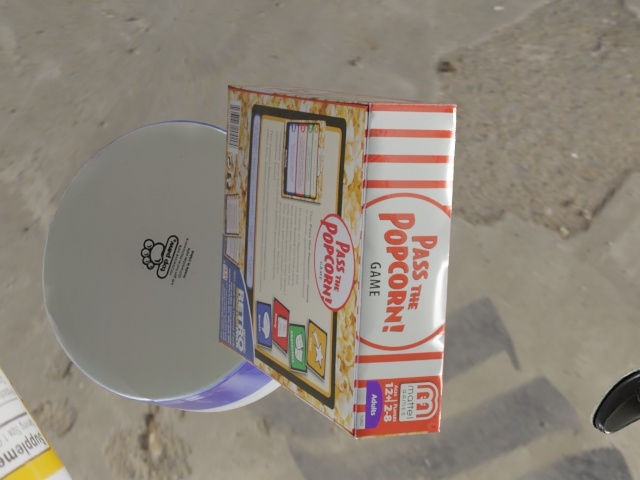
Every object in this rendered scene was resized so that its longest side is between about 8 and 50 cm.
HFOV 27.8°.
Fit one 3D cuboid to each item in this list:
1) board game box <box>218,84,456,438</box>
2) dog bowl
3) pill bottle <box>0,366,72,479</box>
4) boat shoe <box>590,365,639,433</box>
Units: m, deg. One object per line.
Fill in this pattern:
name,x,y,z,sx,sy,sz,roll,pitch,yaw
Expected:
board game box,0.000,0.000,0.640,0.045,0.193,0.147,-1,99,-22
dog bowl,-0.124,0.025,1.214,0.264,0.104,0.265,-5,77,22
pill bottle,-0.145,0.068,0.383,0.117,0.117,0.208,-33,88,0
boat shoe,0.318,0.143,1.234,0.133,0.042,0.049,-35,131,2
